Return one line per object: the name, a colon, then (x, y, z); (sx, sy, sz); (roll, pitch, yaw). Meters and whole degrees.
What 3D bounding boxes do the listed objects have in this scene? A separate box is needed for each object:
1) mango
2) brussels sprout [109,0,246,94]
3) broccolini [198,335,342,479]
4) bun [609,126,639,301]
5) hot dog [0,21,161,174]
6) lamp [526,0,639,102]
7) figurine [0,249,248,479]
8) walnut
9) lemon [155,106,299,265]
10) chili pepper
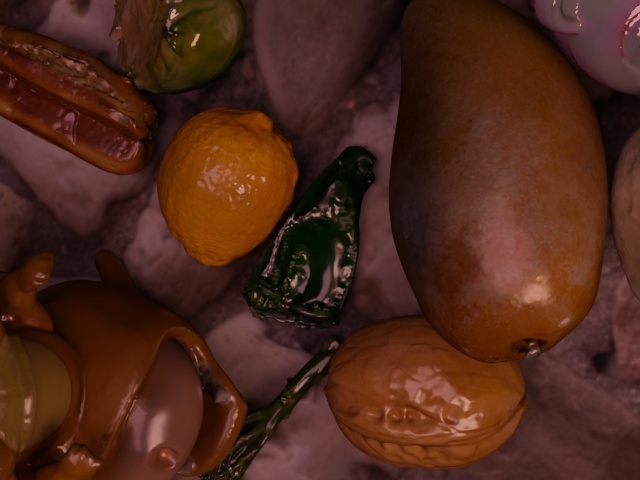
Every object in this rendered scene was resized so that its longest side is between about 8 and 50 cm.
mango: (0.162, -0.068, 1.397); (0.221, 0.199, 0.384); (-39, 58, 52)
brussels sprout: (-0.142, -0.227, 1.531); (0.152, 0.122, 0.149); (5, 94, 54)
broccolini: (-0.055, 0.180, 1.586); (0.067, 0.058, 0.216); (36, 100, -24)
bun: (0.390, -0.025, 1.321); (0.273, 0.168, 0.272); (3, 122, 5)
hot dog: (-0.291, -0.166, 1.600); (0.269, 0.072, 0.115); (30, 133, 13)
lamp: (0.316, -0.286, 1.340); (0.247, 0.247, 0.301); (40, 101, 43)
figurine: (-0.286, 0.122, 1.452); (0.268, 0.387, 0.401); (-30, 76, 28)
walnut: (0.104, 0.152, 1.468); (0.207, 0.159, 0.159); (1, 96, 13)
lemon: (-0.100, -0.056, 1.521); (0.142, 0.142, 0.187); (28, 119, 14)
chili pepper: (0.000, 0.001, 1.536); (0.108, 0.062, 0.216); (25, 101, -19)
